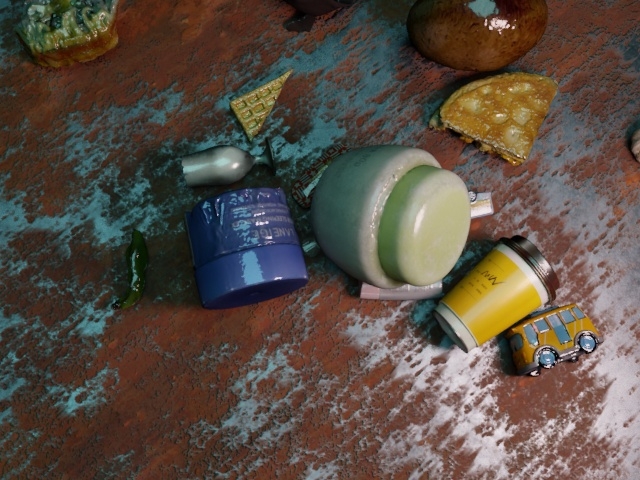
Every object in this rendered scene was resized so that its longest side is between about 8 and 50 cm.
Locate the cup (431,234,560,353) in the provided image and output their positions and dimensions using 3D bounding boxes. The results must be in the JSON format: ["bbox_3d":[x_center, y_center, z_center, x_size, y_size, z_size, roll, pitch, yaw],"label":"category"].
[{"bbox_3d":[0.409,0.129,1.845,0.280,0.196,0.196,-39,84,-6],"label":"cup"}]

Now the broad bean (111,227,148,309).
[{"bbox_3d":[-0.431,0.070,1.827,0.061,0.046,0.195,14,78,-6],"label":"broad bean"}]

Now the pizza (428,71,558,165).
[{"bbox_3d":[0.445,-0.346,2.001,0.258,0.087,0.268,27,75,4],"label":"pizza"}]

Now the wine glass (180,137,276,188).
[{"bbox_3d":[-0.219,-0.184,1.881,0.222,0.103,0.103,-10,79,-8],"label":"wine glass"}]

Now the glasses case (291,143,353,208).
[{"bbox_3d":[0.007,-0.163,1.926,0.073,0.049,0.194,44,76,4],"label":"glasses case"}]

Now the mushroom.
[{"bbox_3d":[0.397,-0.584,1.942,0.331,0.334,0.356,17,86,-3],"label":"mushroom"}]

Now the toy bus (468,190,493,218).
[{"bbox_3d":[0.329,-0.076,1.940,0.191,0.064,0.075,-14,92,-9],"label":"toy bus"}]

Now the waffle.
[{"bbox_3d":[-0.120,-0.336,1.958,0.191,0.032,0.125,-28,80,-10],"label":"waffle"}]

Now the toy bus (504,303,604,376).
[{"bbox_3d":[0.545,0.234,1.864,0.210,0.126,0.136,-19,72,-10],"label":"toy bus"}]

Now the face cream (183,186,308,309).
[{"bbox_3d":[-0.170,0.017,1.763,0.249,0.249,0.225,-15,78,-10],"label":"face cream"}]

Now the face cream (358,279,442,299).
[{"bbox_3d":[0.189,0.103,1.885,0.198,0.057,0.084,3,75,-4],"label":"face cream"}]

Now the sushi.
[{"bbox_3d":[-0.594,-0.527,1.893,0.274,0.139,0.184,-15,78,-6],"label":"sushi"}]

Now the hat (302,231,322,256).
[{"bbox_3d":[-0.001,0.002,1.899,0.087,0.042,0.058,-40,75,21],"label":"hat"}]

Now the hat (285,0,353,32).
[{"bbox_3d":[-0.012,-0.687,2.005,0.336,0.209,0.238,-42,106,-31],"label":"hat"}]

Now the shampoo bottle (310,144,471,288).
[{"bbox_3d":[0.150,-0.057,1.766,0.317,0.322,0.322,21,73,35],"label":"shampoo bottle"}]

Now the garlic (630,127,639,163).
[{"bbox_3d":[0.840,-0.254,2.030,0.074,0.094,0.113,5,80,36],"label":"garlic"}]
